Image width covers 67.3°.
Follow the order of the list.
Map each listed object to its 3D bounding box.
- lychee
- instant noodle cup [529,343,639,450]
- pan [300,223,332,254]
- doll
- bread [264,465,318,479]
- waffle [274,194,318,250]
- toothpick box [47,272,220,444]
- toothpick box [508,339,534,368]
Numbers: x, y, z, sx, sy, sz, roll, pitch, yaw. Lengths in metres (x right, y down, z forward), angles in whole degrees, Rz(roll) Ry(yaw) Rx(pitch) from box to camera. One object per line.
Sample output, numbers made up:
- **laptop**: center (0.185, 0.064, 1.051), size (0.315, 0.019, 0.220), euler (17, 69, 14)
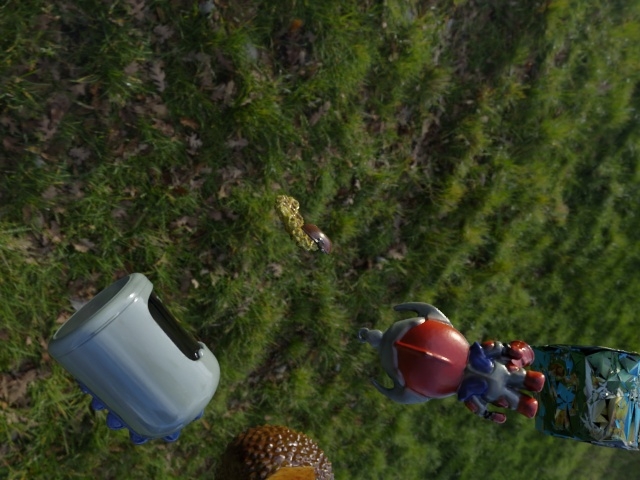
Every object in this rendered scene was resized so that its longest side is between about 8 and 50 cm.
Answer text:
- **lychee**: center (-0.101, 0.556, 1.112), size (0.267, 0.268, 0.267), euler (-18, 115, -44)
- **instant noodle cup**: center (0.543, 0.318, 0.987), size (0.240, 0.240, 0.178), euler (27, 66, -49)
- **pan**: center (0.000, 0.000, 0.790), size (0.023, 0.115, 0.068), euler (-44, 106, 1)
- **doll**: center (0.130, 0.128, 0.510), size (0.062, 0.195, 0.104), euler (-6, 110, -70)
- **bread**: center (-0.061, 0.430, 0.704), size (0.260, 0.134, 0.129), euler (170, -72, -87)
- **waffle**: center (-0.068, -0.050, 1.430), size (0.051, 0.194, 0.149), euler (-38, 164, 20)
- **toothpick box**: center (-0.385, 0.280, 1.052), size (0.263, 0.263, 0.354), euler (-47, 111, -29)
- **toothpick box**: center (0.302, 0.197, 0.769), size (0.083, 0.047, 0.047), euler (-21, 117, -41)
